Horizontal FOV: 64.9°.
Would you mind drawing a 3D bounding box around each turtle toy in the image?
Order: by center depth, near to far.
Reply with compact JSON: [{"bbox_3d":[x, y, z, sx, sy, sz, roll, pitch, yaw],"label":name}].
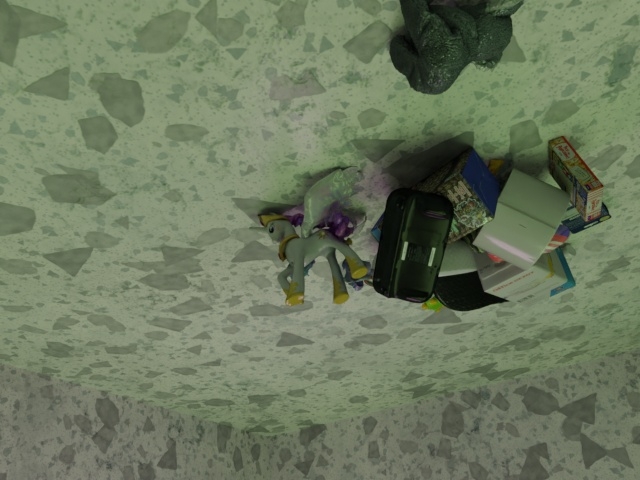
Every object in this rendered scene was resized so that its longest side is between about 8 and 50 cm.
[{"bbox_3d":[0.475,0.241,2.061,0.095,0.066,0.130,16,139,-31],"label":"turtle toy"}]

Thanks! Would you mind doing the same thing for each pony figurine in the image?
[{"bbox_3d":[0.000,0.000,1.411,0.350,0.363,0.303,-22,139,-6],"label":"pony figurine"}]

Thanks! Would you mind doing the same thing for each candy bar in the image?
[{"bbox_3d":[0.481,-0.178,1.472,0.040,0.018,0.161,4,146,-10],"label":"candy bar"}]

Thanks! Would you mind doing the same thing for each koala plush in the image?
[{"bbox_3d":[0.276,-0.392,0.975,0.221,0.203,0.196,-14,148,-11],"label":"koala plush"}]

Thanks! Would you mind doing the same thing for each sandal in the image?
[{"bbox_3d":[0.582,0.178,1.897,0.445,0.168,0.107,3,178,-27],"label":"sandal"}]

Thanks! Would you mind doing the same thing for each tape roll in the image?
[{"bbox_3d":[0.561,-0.059,1.419,0.169,0.246,0.246,28,148,12],"label":"tape roll"}]

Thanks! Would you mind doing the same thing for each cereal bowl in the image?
[{"bbox_3d":[0.325,0.051,1.630,0.338,0.141,0.339,-8,172,-1],"label":"cereal bowl"}]

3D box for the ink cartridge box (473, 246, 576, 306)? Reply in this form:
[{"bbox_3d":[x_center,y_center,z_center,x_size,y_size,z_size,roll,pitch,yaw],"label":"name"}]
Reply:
[{"bbox_3d":[0.696,0.082,1.745,0.270,0.197,0.198,20,139,-35],"label":"ink cartridge box"}]

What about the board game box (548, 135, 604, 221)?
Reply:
[{"bbox_3d":[0.689,-0.167,1.368,0.045,0.194,0.147,-25,145,10],"label":"board game box"}]

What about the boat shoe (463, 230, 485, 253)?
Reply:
[{"bbox_3d":[0.480,-0.012,1.620,0.049,0.137,0.043,0,145,-45],"label":"boat shoe"}]

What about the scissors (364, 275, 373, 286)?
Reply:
[{"bbox_3d":[0.295,0.174,1.973,0.297,0.021,0.109,22,134,-39],"label":"scissors"}]

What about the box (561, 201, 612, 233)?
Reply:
[{"bbox_3d":[0.847,-0.099,1.646,0.136,0.037,0.225,-30,139,32],"label":"box"}]

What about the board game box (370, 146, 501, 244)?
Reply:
[{"bbox_3d":[0.313,-0.086,1.358,0.291,0.232,0.141,-34,99,34],"label":"board game box"}]

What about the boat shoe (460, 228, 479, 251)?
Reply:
[{"bbox_3d":[0.555,-0.026,1.646,0.112,0.096,0.335,17,139,-32],"label":"boat shoe"}]

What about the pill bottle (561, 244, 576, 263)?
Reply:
[{"bbox_3d":[0.892,0.067,1.881,0.065,0.065,0.116,8,143,-22],"label":"pill bottle"}]

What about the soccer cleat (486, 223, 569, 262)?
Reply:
[{"bbox_3d":[0.637,0.000,1.557,0.248,0.083,0.095,-19,141,22],"label":"soccer cleat"}]

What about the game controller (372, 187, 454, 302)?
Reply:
[{"bbox_3d":[0.231,0.022,1.285,0.166,0.067,0.319,9,121,4],"label":"game controller"}]
